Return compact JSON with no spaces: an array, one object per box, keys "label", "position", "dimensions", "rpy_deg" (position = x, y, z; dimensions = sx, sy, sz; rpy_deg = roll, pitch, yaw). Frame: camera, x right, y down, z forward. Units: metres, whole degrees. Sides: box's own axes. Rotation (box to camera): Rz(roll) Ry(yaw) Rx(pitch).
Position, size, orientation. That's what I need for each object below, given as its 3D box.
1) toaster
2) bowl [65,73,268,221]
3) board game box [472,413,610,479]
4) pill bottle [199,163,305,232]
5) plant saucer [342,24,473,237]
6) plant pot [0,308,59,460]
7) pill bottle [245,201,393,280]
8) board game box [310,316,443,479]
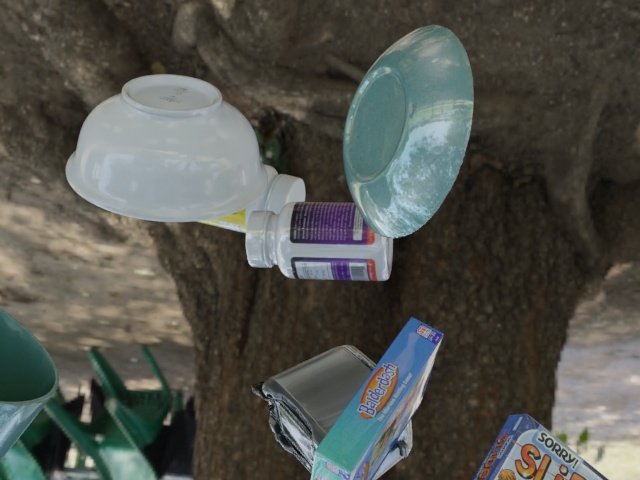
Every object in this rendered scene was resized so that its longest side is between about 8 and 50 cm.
[{"label":"toaster","position":[0.022,0.239,1.187],"dimensions":[0.146,0.129,0.227],"rpy_deg":[-25,-143,-24]},{"label":"bowl","position":[-0.218,-0.155,1.265],"dimensions":[0.297,0.298,0.134],"rpy_deg":[7,121,-4]},{"label":"board game box","position":[0.218,0.269,0.769],"dimensions":[0.201,0.136,0.035],"rpy_deg":[38,158,-5]},{"label":"pill bottle","position":[-0.138,-0.076,1.446],"dimensions":[0.208,0.119,0.119],"rpy_deg":[12,164,16]},{"label":"plant saucer","position":[0.063,-0.100,0.774],"dimensions":[0.037,0.195,0.195],"rpy_deg":[9,162,-27]},{"label":"plant pot","position":[-0.477,0.187,0.952],"dimensions":[0.293,0.235,0.293],"rpy_deg":[32,-175,-3]},{"label":"pill bottle","position":[0.000,0.000,1.197],"dimensions":[0.193,0.108,0.108],"rpy_deg":[1,161,10]},{"label":"board game box","position":[0.061,0.212,0.995],"dimensions":[0.047,0.210,0.160],"rpy_deg":[28,141,17]}]
